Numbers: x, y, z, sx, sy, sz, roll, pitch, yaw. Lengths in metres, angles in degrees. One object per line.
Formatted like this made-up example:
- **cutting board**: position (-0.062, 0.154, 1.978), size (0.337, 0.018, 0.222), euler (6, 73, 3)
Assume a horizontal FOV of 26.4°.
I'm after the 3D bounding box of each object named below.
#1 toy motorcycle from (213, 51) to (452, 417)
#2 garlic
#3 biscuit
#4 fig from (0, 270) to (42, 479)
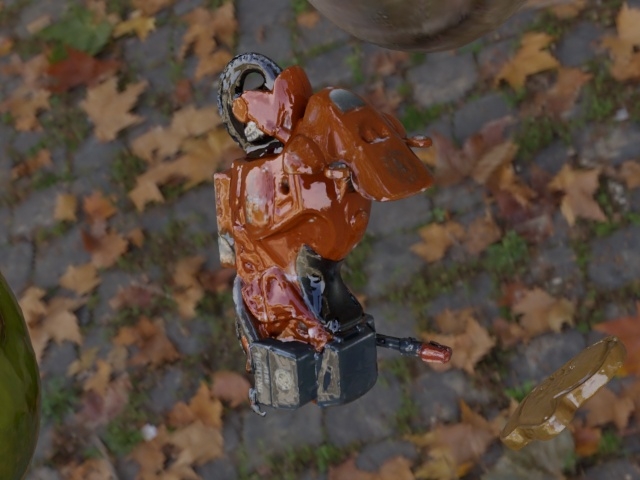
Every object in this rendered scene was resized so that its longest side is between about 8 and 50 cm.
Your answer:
- **toy motorcycle**: position (0.000, 0.000, 1.198), size (0.221, 0.325, 0.148), euler (11, 22, 39)
- **garlic**: position (0.062, -0.162, 0.794), size (0.195, 0.101, 0.087), euler (-6, 43, 50)
- **biscuit**: position (0.208, 0.135, 1.188), size (0.140, 0.023, 0.118), euler (-43, 2, 26)
- **fig**: position (-0.340, 0.122, 0.868), size (0.326, 0.258, 0.258), euler (-35, 42, 9)
